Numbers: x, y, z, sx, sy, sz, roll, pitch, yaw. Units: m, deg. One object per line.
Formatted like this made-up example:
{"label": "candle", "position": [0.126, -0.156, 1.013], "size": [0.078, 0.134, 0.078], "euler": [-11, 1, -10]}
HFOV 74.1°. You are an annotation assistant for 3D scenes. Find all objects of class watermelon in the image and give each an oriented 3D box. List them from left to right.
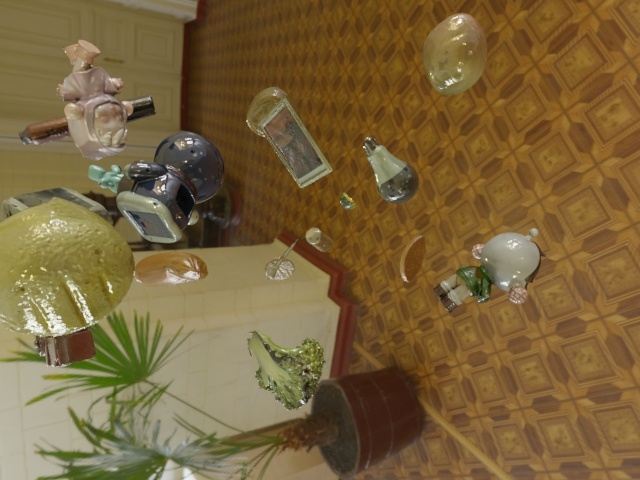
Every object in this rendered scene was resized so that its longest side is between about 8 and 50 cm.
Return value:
{"label": "watermelon", "position": [0.139, -0.200, 2.231], "size": [0.062, 0.105, 0.105], "euler": [-45, 48, 11]}

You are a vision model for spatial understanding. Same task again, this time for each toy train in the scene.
{"label": "toy train", "position": [-0.777, 0.231, 1.280], "size": [0.221, 0.150, 0.305], "euler": [-11, 88, 45]}

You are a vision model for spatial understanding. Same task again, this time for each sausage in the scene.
{"label": "sausage", "position": [-0.494, 0.095, 1.423], "size": [0.353, 0.134, 0.116], "euler": [-8, 58, 38]}

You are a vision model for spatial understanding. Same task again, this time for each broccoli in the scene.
{"label": "broccoli", "position": [-0.095, 0.376, 1.349], "size": [0.273, 0.180, 0.242], "euler": [53, 129, 12]}

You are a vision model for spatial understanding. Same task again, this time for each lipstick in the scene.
{"label": "lipstick", "position": [-0.758, -0.395, 1.399], "size": [0.077, 0.418, 0.077], "euler": [57, 160, 34]}

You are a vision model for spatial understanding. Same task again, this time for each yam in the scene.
{"label": "yam", "position": [0.000, 0.000, 1.508], "size": [0.299, 0.066, 0.066], "euler": [41, -139, -81]}

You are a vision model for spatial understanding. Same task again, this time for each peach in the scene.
{"label": "peach", "position": [0.531, -0.727, 1.662], "size": [0.247, 0.292, 0.292], "euler": [26, 120, 15]}

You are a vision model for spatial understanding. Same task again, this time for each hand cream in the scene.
{"label": "hand cream", "position": [-0.128, 0.061, 1.404], "size": [0.165, 0.037, 0.057], "euler": [-53, 5, -8]}

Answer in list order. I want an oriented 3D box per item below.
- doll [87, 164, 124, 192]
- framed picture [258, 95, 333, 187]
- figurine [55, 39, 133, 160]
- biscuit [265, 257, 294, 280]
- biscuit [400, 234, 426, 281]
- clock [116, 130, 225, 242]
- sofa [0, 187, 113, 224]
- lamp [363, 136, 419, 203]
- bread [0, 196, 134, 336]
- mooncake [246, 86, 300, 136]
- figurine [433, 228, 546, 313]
{"label": "doll", "position": [-0.779, -0.229, 1.575], "size": [0.158, 0.159, 0.059], "euler": [30, 110, 15]}
{"label": "framed picture", "position": [-0.090, -0.310, 1.402], "size": [0.273, 0.016, 0.216], "euler": [55, 149, -10]}
{"label": "figurine", "position": [-0.557, -0.335, 1.036], "size": [0.133, 0.200, 0.276], "euler": [1, 108, 18]}
{"label": "biscuit", "position": [-0.161, 0.114, 1.683], "size": [0.015, 0.120, 0.120], "euler": [-103, 27, -53]}
{"label": "biscuit", "position": [0.411, 0.080, 1.893], "size": [0.029, 0.141, 0.221], "euler": [22, 100, 48]}
{"label": "clock", "position": [-0.298, -0.116, 0.888], "size": [0.200, 0.146, 0.243], "euler": [71, -147, -47]}
{"label": "sofa", "position": [-0.750, -0.029, 1.207], "size": [0.225, 0.210, 0.176], "euler": [24, 117, 18]}
{"label": "lamp", "position": [0.286, -0.296, 1.825], "size": [0.314, 0.182, 0.182], "euler": [47, 139, 4]}
{"label": "bread", "position": [-0.595, 0.070, 0.969], "size": [0.237, 0.320, 0.321], "euler": [32, 125, 17]}
{"label": "mooncake", "position": [-0.206, -0.556, 1.874], "size": [0.235, 0.234, 0.117], "euler": [-51, 21, 48]}
{"label": "figurine", "position": [0.550, 0.101, 1.377], "size": [0.370, 0.167, 0.281], "euler": [-33, 36, 10]}
